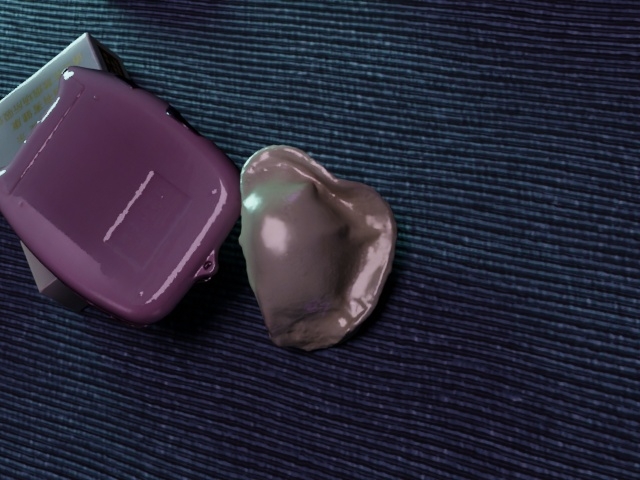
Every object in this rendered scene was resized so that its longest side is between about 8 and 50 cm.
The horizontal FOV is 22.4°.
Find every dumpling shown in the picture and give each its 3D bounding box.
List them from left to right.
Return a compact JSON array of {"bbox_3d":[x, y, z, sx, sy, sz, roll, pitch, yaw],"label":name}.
[{"bbox_3d":[-0.001,-0.002,1.400,0.134,0.100,0.169,-13,63,15],"label":"dumpling"}]

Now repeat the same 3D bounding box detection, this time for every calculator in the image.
[{"bbox_3d":[-0.193,-0.045,1.498,0.294,0.043,0.194,36,90,35],"label":"calculator"}]

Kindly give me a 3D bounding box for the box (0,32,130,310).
[{"bbox_3d":[-0.237,-0.070,1.606,0.155,0.067,0.243,-38,54,15],"label":"box"}]
